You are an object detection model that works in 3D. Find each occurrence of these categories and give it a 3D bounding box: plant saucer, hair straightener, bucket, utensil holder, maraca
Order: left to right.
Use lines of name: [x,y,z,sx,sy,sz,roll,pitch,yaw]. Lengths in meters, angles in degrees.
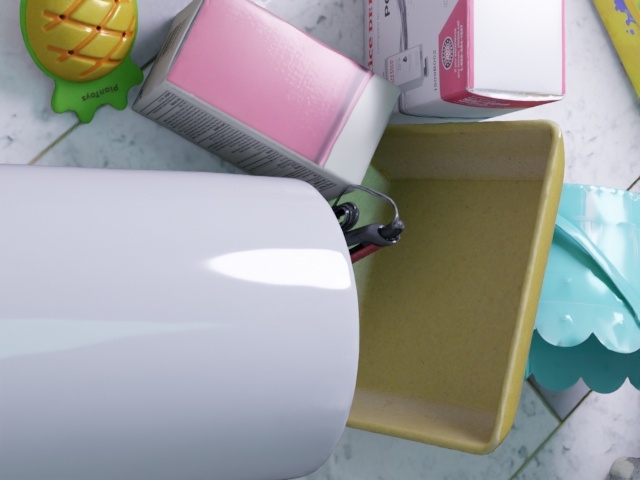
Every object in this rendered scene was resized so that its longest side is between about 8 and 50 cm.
maraca: [-0.242,-0.211,1.437,0.127,0.099,0.186,-22,123,-21]
utensil holder: [-0.201,0.088,1.323,0.385,0.327,0.328,1,87,-27]
hair straightener: [0.000,0.000,1.463,0.089,0.230,0.047,47,51,-15]
plant saucer: [0.117,0.045,1.471,0.081,0.333,0.333,18,81,-39]
bucket: [0.270,0.057,1.556,0.281,0.281,0.183,13,73,-23]

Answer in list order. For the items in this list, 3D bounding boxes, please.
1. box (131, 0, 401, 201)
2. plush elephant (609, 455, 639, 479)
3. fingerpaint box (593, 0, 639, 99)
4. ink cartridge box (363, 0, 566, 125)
box: [-0.059,-0.149,1.475,0.232,0.148,0.127,28,75,-16]
plush elephant: [0.504,0.161,1.619,0.330,0.272,0.255,-35,118,-19]
fingerpaint box: [0.589,-0.232,1.762,0.371,0.163,0.445,-31,99,-22]
ink cartridge box: [0.147,-0.235,1.505,0.117,0.283,0.207,0,88,-20]
